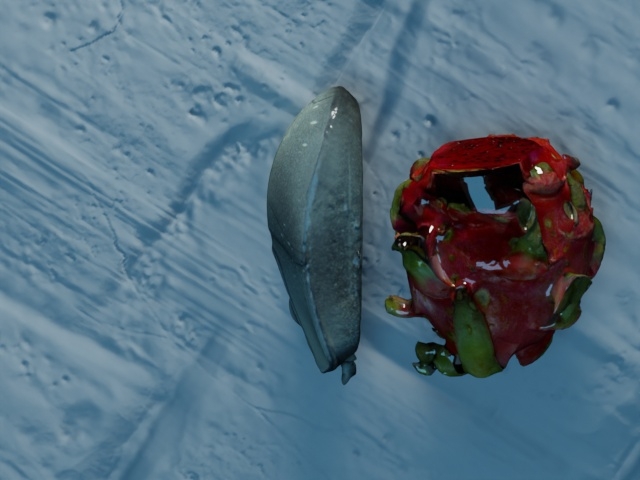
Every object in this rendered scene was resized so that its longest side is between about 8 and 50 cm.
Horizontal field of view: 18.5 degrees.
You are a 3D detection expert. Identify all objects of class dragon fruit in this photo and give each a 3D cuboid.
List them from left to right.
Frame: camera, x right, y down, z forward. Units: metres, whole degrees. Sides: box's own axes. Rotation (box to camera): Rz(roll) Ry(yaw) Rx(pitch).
[{"bbox_3d":[0.119,0.017,1.410,0.167,0.160,0.172,-17,111,-26],"label":"dragon fruit"}]

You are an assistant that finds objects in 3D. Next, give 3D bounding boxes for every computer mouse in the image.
[{"bbox_3d":[-0.006,-0.002,1.456,0.068,0.113,0.229,0,103,-3],"label":"computer mouse"}]
